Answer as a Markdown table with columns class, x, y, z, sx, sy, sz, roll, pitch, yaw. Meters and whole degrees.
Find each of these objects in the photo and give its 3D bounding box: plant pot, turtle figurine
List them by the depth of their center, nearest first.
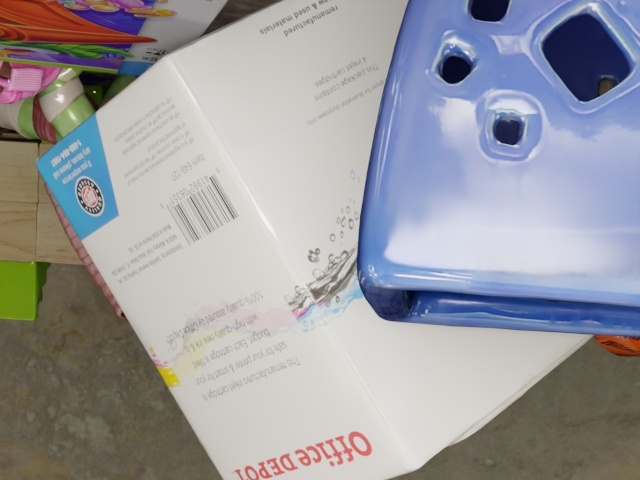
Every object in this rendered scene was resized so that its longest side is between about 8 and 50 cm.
| class | x | y | z | sx | sy | sz | roll | pitch | yaw |
| --- | --- | --- | --- | --- | --- | --- | --- | --- | --- |
| plant pot | 0.141 | -0.069 | 0.683 | 0.235 | 0.212 | 0.236 | 4 | 175 | 3 |
| turtle figurine | -0.105 | -0.099 | 1.134 | 0.197 | 0.275 | 0.266 | -18 | -153 | -28 |

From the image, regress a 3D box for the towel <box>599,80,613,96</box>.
| class | x | y | z | sx | sy | sz | roll | pitch | yaw |
| --- | --- | --- | --- | --- | --- | --- | --- | --- | --- |
| towel | 0.085 | -0.054 | 1.075 | 0.049 | 0.187 | 0.282 | 45 | 158 | -20 |

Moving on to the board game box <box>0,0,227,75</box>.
| class | x | y | z | sx | sy | sz | roll | pitch | yaw |
| --- | --- | --- | --- | --- | --- | --- | --- | --- | --- |
| board game box | -0.155 | -0.151 | 0.738 | 0.233 | 0.078 | 0.347 | 5 | 174 | -12 |

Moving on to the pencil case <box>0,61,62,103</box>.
| class | x | y | z | sx | sy | sz | roll | pitch | yaw |
| --- | --- | --- | --- | --- | --- | --- | --- | --- | --- |
| pencil case | -0.247 | -0.122 | 0.999 | 0.209 | 0.098 | 0.095 | -1 | 173 | 35 |

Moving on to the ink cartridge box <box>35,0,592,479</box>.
| class | x | y | z | sx | sy | sz | roll | pitch | yaw |
| --- | --- | --- | --- | --- | --- | --- | --- | --- | --- |
| ink cartridge box | 0.000 | 0.000 | 0.887 | 0.168 | 0.233 | 0.171 | -32 | -177 | -36 |

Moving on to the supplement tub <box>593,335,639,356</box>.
| class | x | y | z | sx | sy | sz | roll | pitch | yaw |
| --- | --- | --- | --- | --- | --- | --- | --- | --- | --- |
| supplement tub | 0.325 | -0.020 | 0.970 | 0.338 | 0.207 | 0.207 | -5 | 170 | 34 |

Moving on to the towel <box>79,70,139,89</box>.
| class | x | y | z | sx | sy | sz | roll | pitch | yaw |
| --- | --- | --- | --- | --- | --- | --- | --- | --- | --- |
| towel | -0.169 | -0.129 | 1.327 | 0.060 | 0.009 | 0.083 | 0 | 174 | 38 |

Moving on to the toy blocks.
| class | x | y | z | sx | sy | sz | roll | pitch | yaw |
| --- | --- | --- | --- | --- | --- | --- | --- | --- | --- |
| toy blocks | -0.208 | -0.050 | 1.438 | 0.381 | 0.191 | 0.261 | 4 | -170 | 6 |
